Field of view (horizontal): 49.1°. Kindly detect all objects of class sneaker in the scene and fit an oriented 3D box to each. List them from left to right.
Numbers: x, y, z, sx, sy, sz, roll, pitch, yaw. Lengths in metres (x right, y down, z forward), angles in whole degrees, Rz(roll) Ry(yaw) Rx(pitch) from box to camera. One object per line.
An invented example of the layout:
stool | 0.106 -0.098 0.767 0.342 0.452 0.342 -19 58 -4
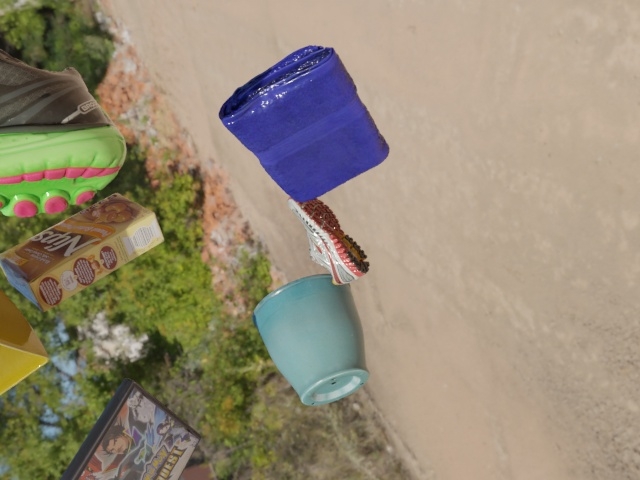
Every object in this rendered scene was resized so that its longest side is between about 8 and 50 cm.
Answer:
sneaker | -0.457 -0.131 0.754 0.185 0.482 0.202 -40 65 37
sneaker | 0.000 0.000 1.473 0.092 0.088 0.225 -38 87 31

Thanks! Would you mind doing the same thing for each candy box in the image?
candy box | -0.540 0.018 1.589 0.182 0.316 0.088 23 136 42

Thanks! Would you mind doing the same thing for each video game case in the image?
video game case | -0.380 0.456 1.396 0.035 0.275 0.248 5 144 38

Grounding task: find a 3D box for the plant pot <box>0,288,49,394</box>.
plant pot | -0.687 0.183 1.327 0.187 0.212 0.212 59 -173 29

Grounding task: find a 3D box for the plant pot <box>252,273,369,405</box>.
plant pot | -0.006 0.265 1.770 0.272 0.271 0.255 96 155 -57

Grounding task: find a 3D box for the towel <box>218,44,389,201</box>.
towel | -0.021 -0.206 1.281 0.308 0.227 0.076 48 -161 -53
